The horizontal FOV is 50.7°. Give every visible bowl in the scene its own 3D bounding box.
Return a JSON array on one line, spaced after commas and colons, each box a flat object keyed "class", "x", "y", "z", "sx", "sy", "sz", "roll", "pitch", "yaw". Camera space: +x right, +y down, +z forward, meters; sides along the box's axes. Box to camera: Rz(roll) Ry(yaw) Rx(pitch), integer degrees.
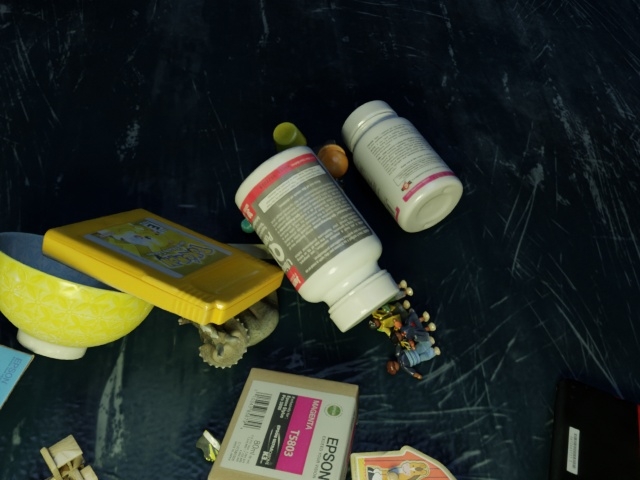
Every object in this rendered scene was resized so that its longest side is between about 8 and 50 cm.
[{"class": "bowl", "x": -0.433, "y": 0.108, "z": 1.151, "sx": 0.289, "sy": 0.289, "sz": 0.156, "roll": 21, "pitch": 94, "yaw": 5}]

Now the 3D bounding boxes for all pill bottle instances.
[{"class": "pill bottle", "x": 0.173, "y": -0.171, "z": 1.502, "sx": 0.160, "sy": 0.160, "sz": 0.283, "roll": -20, "pitch": 59, "yaw": -24}, {"class": "pill bottle", "x": 0.000, "y": 0.000, "z": 1.230, "sx": 0.176, "sy": 0.176, "sz": 0.319, "roll": -30, "pitch": 78, "yaw": -29}]

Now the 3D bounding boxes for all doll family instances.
[{"class": "doll family", "x": 0.148, "y": 0.171, "z": 1.291, "sx": 0.111, "sy": 0.076, "sz": 0.193, "roll": -20, "pitch": 62, "yaw": -30}]

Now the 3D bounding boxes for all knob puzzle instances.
[{"class": "knob puzzle", "x": 0.151, "y": 0.419, "z": 1.073, "sx": 0.213, "sy": 0.030, "sz": 0.213, "roll": 5, "pitch": 53, "yaw": -6}]

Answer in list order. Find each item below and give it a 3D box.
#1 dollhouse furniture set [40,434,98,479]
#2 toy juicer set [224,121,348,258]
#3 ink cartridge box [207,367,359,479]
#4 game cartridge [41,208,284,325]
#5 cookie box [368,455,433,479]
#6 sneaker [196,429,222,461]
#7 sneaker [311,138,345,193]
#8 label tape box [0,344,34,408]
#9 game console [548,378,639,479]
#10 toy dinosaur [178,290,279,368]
[{"class": "dollhouse furniture set", "x": -0.348, "y": 0.401, "z": 0.958, "sx": 0.101, "sy": 0.161, "sz": 0.182, "roll": -29, "pitch": 62, "yaw": -29}, {"class": "toy juicer set", "x": -0.056, "y": -0.070, "z": 1.396, "sx": 0.209, "sy": 0.089, "sz": 0.329, "roll": 21, "pitch": 77, "yaw": 16}, {"class": "ink cartridge box", "x": -0.050, "y": 0.326, "z": 1.073, "sx": 0.193, "sy": 0.088, "sz": 0.235, "roll": 7, "pitch": 37, "yaw": 9}, {"class": "game cartridge", "x": -0.256, "y": 0.035, "z": 1.170, "sx": 0.323, "sy": 0.053, "sz": 0.285, "roll": 20, "pitch": 16, "yaw": 14}, {"class": "cookie box", "x": 0.126, "y": 0.418, "z": 1.114, "sx": 0.107, "sy": 0.040, "sz": 0.092, "roll": 16, "pitch": 51, "yaw": 1}, {"class": "sneaker", "x": -0.172, "y": 0.354, "z": 1.118, "sx": 0.035, "sy": 0.031, "sz": 0.083, "roll": -43, "pitch": 76, "yaw": -2}, {"class": "sneaker", "x": 0.007, "y": -0.095, "z": 1.472, "sx": 0.106, "sy": 0.101, "sz": 0.268, "roll": -13, "pitch": 56, "yaw": 10}, {"class": "label tape box", "x": -0.652, "y": 0.248, "z": 1.051, "sx": 0.333, "sy": 0.106, "sz": 0.241, "roll": 18, "pitch": 51, "yaw": 3}, {"class": "game console", "x": 0.549, "y": 0.422, "z": 1.129, "sx": 0.341, "sy": 0.060, "sz": 0.386, "roll": 20, "pitch": 34, "yaw": 11}, {"class": "toy dinosaur", "x": -0.151, "y": 0.144, "z": 1.239, "sx": 0.160, "sy": 0.121, "sz": 0.313, "roll": 38, "pitch": 24, "yaw": 19}]
